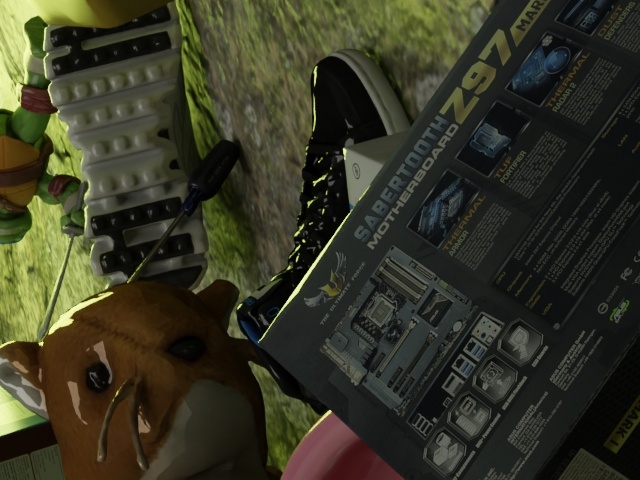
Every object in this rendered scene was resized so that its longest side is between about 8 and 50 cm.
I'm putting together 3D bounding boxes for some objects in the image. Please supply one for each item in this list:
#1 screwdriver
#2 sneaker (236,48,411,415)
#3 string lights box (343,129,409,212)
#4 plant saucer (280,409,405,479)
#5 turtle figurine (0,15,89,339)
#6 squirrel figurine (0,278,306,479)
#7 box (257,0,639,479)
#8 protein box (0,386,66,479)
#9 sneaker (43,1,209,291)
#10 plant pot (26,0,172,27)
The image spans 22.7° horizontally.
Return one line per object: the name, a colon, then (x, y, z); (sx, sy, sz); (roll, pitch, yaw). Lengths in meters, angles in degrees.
screwdriver: (-0.106, -0.008, 1.161); (0.024, 0.170, 0.025); (8, 145, 36)
sneaker: (0.000, 0.000, 0.960); (0.079, 0.121, 0.217); (-2, 103, 65)
string lights box: (0.086, 0.077, 0.876); (0.133, 0.077, 0.259); (30, 131, 57)
plant saucer: (0.123, 0.201, 0.760); (0.332, 0.084, 0.332); (19, 122, 34)
turtle figurine: (-0.307, -0.065, 1.508); (0.198, 0.274, 0.266); (22, 127, 18)
squirrel figurine: (-0.099, 0.220, 1.111); (0.370, 0.281, 0.397); (67, 161, 5)
box: (0.097, -0.003, 0.654); (0.059, 0.232, 0.183); (35, -179, -38)
protein box: (-0.276, 0.208, 1.590); (0.200, 0.201, 0.136); (23, 125, 60)
sneaker: (-0.146, -0.093, 1.252); (0.118, 0.110, 0.292); (4, -101, -85)
plant pot: (-0.130, -0.247, 1.012); (0.212, 0.212, 0.187); (18, 133, 62)
